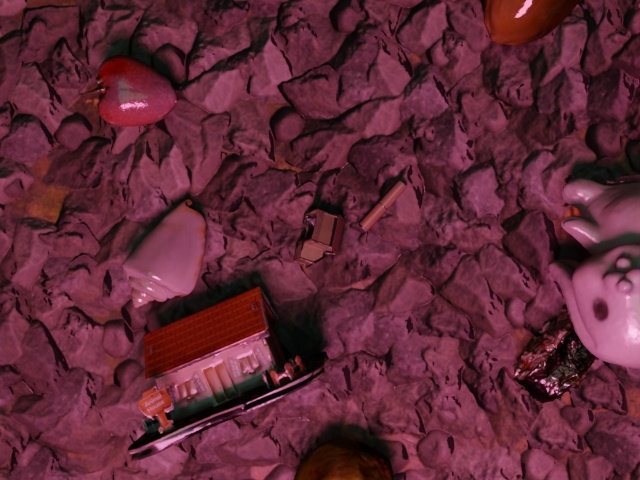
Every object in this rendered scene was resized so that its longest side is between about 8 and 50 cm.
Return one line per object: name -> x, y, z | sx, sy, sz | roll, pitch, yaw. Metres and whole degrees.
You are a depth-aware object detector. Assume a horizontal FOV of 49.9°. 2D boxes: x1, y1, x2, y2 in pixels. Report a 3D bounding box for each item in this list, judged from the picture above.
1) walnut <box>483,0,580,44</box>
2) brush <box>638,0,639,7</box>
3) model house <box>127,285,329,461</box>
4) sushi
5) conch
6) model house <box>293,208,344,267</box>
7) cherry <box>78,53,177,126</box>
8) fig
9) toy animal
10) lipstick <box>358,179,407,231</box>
walnut -> 0.327, -0.388, 0.992 | 0.137, 0.137, 0.245 | 38, 101, 1
brush -> 0.640, -0.321, 1.027 | 0.320, 0.050, 0.060 | 23, 94, 9
model house -> -0.151, 0.173, 0.986 | 0.293, 0.207, 0.154 | -24, 87, 2
sushi -> 0.356, 0.168, 1.022 | 0.078, 0.090, 0.150 | 44, 90, -2
conch -> -0.235, 0.027, 1.060 | 0.104, 0.094, 0.176 | 23, 65, 15
model house -> 0.000, 0.000, 1.056 | 0.058, 0.057, 0.083 | 19, 71, -24
cherry -> -0.287, -0.220, 1.043 | 0.126, 0.087, 0.106 | 28, 85, -17
fig -> 0.032, 0.369, 1.026 | 0.165, 0.154, 0.144 | -16, 107, 33
toy animal -> 0.427, 0.036, 0.944 | 0.289, 0.249, 0.174 | -48, 123, -19
lipstick -> 0.096, -0.053, 1.063 | 0.019, 0.019, 0.094 | 43, 92, 1
